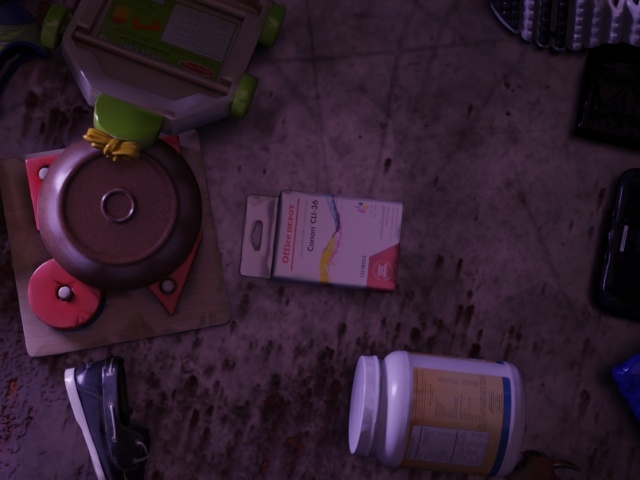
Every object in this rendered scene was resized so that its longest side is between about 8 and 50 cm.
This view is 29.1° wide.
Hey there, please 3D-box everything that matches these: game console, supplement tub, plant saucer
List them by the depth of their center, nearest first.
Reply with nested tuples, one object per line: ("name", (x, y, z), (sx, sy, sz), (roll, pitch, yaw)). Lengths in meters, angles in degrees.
("plant saucer", (-0.241, -0.039, 1.479), (0.198, 0.036, 0.199), (1, 84, -5))
("supplement tub", (0.142, 0.213, 1.528), (0.199, 0.144, 0.144), (7, 84, -5))
("game console", (0.430, -0.075, 1.638), (0.213, 0.044, 0.361), (13, 83, -3))

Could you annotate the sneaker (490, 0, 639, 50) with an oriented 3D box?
("sneaker", (0.370, -0.321, 1.635), (0.292, 0.110, 0.118), (7, 51, 4))

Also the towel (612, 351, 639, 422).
("towel", (0.535, 0.246, 1.605), (0.227, 0.076, 0.308), (-29, 87, -15))

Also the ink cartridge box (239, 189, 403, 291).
("ink cartridge box", (0.000, 0.000, 1.573), (0.198, 0.067, 0.115), (6, 84, -5))

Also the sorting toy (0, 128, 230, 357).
("sorting toy", (-0.258, -0.001, 1.537), (0.257, 0.089, 0.256), (-10, 86, -7))

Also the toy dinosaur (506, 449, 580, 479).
("toy dinosaur", (0.307, 0.427, 1.539), (0.200, 0.127, 0.296), (-32, 94, -15))

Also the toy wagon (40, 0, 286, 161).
("toy wagon", (-0.204, -0.232, 1.518), (0.267, 0.068, 0.344), (20, 61, -3))

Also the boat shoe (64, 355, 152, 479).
("boat shoe", (-0.244, 0.258, 1.515), (0.079, 0.084, 0.233), (-18, 83, -7))

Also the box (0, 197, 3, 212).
("box", (-0.541, -0.057, 1.512), (0.275, 0.094, 0.113), (-14, 85, -7))

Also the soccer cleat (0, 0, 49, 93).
("soccer cleat", (-0.468, -0.187, 1.533), (0.289, 0.093, 0.121), (-40, 92, -8))
